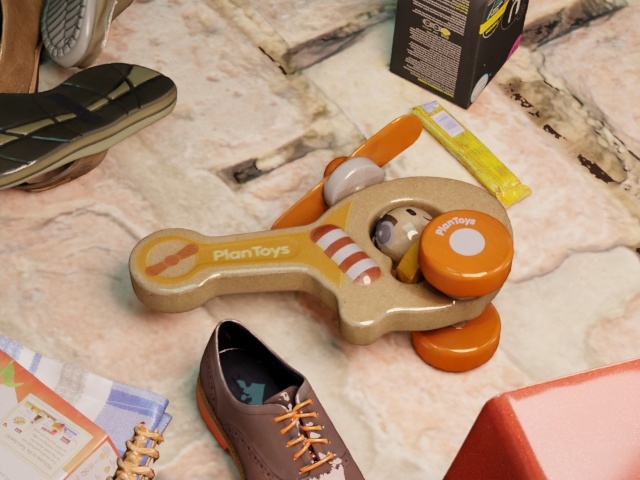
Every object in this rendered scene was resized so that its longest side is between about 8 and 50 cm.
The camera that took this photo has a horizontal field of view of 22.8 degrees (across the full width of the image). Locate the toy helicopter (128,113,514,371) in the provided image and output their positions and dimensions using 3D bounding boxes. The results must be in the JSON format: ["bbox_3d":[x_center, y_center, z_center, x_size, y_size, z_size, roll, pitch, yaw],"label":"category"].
[{"bbox_3d":[0.000,0.000,1.472,0.355,0.140,0.235,-5,49,-5],"label":"toy helicopter"}]

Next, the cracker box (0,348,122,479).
[{"bbox_3d":[-0.288,0.212,1.261,0.232,0.067,0.155,-42,50,-21],"label":"cracker box"}]

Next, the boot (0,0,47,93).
[{"bbox_3d":[-0.337,-0.255,1.667,0.112,0.115,0.305,-4,50,-5],"label":"boot"}]

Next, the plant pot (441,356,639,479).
[{"bbox_3d":[0.265,0.242,1.228,0.267,0.267,0.236,-13,65,-14],"label":"plant pot"}]

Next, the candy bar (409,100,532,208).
[{"bbox_3d":[0.151,-0.092,1.629,0.040,0.018,0.161,-27,57,-28],"label":"candy bar"}]

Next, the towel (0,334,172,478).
[{"bbox_3d":[-0.295,0.169,1.375,0.285,0.034,0.209,20,53,12],"label":"towel"}]

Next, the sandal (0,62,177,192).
[{"bbox_3d":[-0.264,-0.094,1.566,0.302,0.086,0.120,-23,49,-38],"label":"sandal"}]

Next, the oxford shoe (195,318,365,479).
[{"bbox_3d":[-0.024,0.180,1.342,0.097,0.098,0.271,-28,58,-24],"label":"oxford shoe"}]

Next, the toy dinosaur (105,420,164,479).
[{"bbox_3d":[-0.164,0.299,1.151,0.164,0.218,0.322,40,100,8],"label":"toy dinosaur"}]

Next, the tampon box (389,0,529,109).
[{"bbox_3d":[0.150,-0.244,1.660,0.101,0.161,0.120,29,56,18],"label":"tampon box"}]

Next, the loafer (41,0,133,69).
[{"bbox_3d":[-0.228,-0.275,1.693,0.087,0.094,0.251,31,47,-31],"label":"loafer"}]
